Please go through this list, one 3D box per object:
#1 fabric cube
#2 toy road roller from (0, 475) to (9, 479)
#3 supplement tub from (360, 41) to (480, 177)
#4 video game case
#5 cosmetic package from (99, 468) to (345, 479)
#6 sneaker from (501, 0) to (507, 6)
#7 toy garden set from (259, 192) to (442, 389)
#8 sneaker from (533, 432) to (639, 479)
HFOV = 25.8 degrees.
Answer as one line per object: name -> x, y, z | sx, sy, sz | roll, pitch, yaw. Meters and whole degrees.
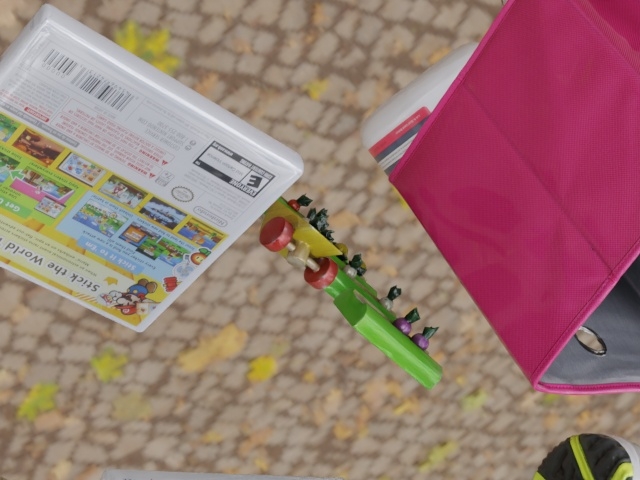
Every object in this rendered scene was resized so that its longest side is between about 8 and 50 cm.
fabric cube -> 0.264, -0.047, 1.213 | 0.254, 0.258, 0.259 | 3, 131, -40
toy road roller -> -0.154, 0.226, 0.521 | 0.241, 0.203, 0.329 | 5, 106, -69
supplement tub -> 0.195, -0.083, 1.685 | 0.191, 0.272, 0.191 | -37, -179, 1
video game case -> -0.163, -0.042, 1.021 | 0.227, 0.026, 0.206 | 29, 121, -31
cosmetic package -> -0.061, 0.304, 1.089 | 0.224, 0.224, 0.138 | 7, 123, -30
sneaker -> 0.314, -0.286, 1.309 | 0.295, 0.178, 0.124 | -41, 116, 8
toy garden set -> 0.000, 0.000, 1.196 | 0.049, 0.244, 0.204 | -46, 126, 4
sneaker -> 0.271, 0.365, 1.222 | 0.147, 0.145, 0.384 | 12, 81, -42
